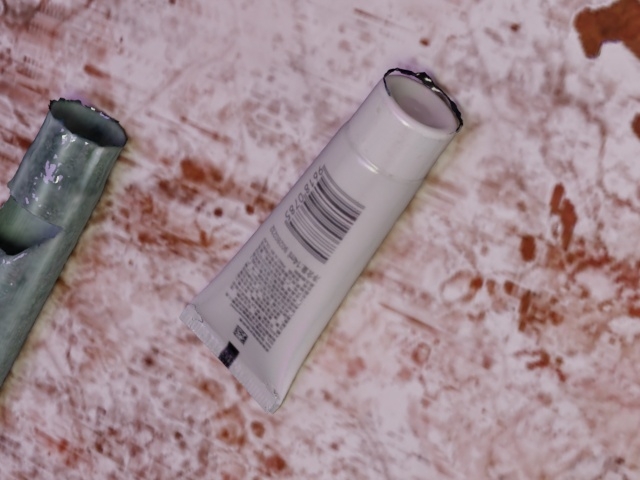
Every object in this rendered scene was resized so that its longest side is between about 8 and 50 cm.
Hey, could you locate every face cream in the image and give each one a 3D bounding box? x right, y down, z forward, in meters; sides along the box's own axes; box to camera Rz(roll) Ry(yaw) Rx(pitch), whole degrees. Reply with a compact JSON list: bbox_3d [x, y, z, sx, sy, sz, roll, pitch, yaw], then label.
[{"bbox_3d":[0.000,0.000,1.151,0.092,0.058,0.244,46,122,14],"label":"face cream"}]

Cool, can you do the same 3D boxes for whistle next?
[{"bbox_3d":[-0.226,0.043,1.293,0.062,0.062,0.312,40,114,23],"label":"whistle"}]
